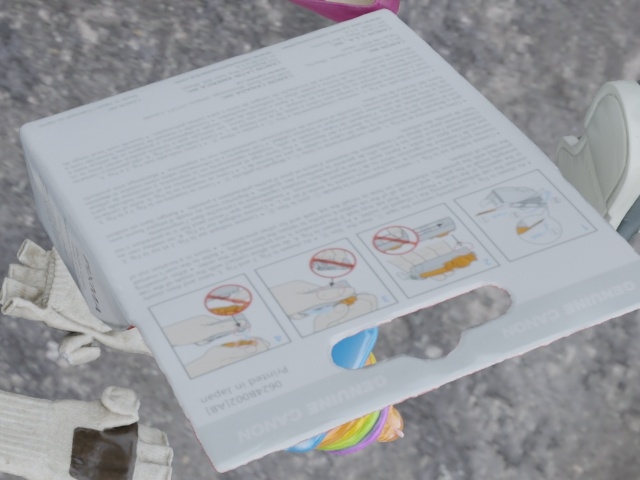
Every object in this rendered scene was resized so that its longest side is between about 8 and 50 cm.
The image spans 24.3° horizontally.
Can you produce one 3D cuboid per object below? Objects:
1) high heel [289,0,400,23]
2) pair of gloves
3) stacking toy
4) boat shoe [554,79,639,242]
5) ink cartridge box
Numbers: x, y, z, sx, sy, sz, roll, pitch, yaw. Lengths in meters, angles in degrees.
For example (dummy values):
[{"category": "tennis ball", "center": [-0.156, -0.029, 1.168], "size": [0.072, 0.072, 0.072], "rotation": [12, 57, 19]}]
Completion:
[{"category": "high heel", "center": [-0.043, -0.248, 1.290], "size": [0.082, 0.244, 0.117], "rotation": [-60, 175, 7]}, {"category": "pair of gloves", "center": [-0.210, 0.119, 1.362], "size": [0.204, 0.042, 0.240], "rotation": [24, 61, -21]}, {"category": "stacking toy", "center": [0.013, 0.165, 1.594], "size": [0.166, 0.175, 0.302], "rotation": [-61, 147, -7]}, {"category": "boat shoe", "center": [0.255, -0.050, 1.195], "size": [0.099, 0.319, 0.116], "rotation": [-9, 76, -3]}, {"category": "ink cartridge box", "center": [0.000, 0.000, 1.006], "size": [0.308, 0.385, 0.091], "rotation": [-19, 132, -17]}]
